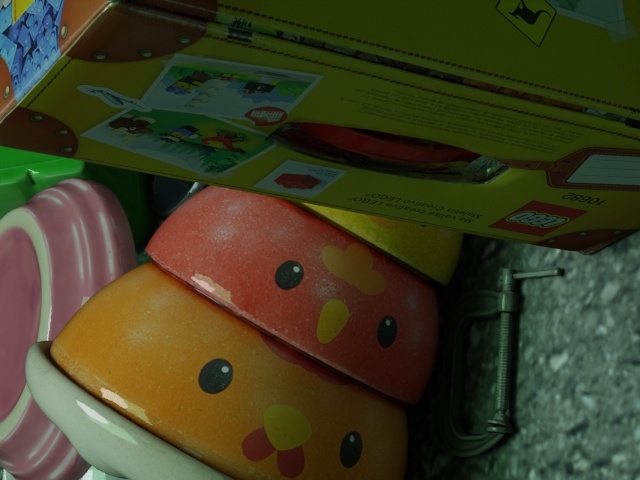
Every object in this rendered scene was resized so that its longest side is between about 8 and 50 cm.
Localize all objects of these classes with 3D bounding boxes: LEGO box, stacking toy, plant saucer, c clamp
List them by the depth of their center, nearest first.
[{"bbox_3d":[0.033,-0.223,1.124,0.193,0.500,0.373,-34,54,49],"label":"LEGO box"},{"bbox_3d":[0.137,0.099,1.324,0.137,0.022,0.161,0,82,58],"label":"c clamp"},{"bbox_3d":[0.000,0.000,1.365,0.350,0.350,0.480,28,91,57],"label":"stacking toy"},{"bbox_3d":[-0.298,0.095,1.707,0.332,0.084,0.332,-25,60,54],"label":"plant saucer"}]

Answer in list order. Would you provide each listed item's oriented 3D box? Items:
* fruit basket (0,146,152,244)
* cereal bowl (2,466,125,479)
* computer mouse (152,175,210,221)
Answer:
[{"bbox_3d":[-0.389,-0.093,1.990,0.392,0.392,0.283,-33,59,51],"label":"fruit basket"},{"bbox_3d":[-0.218,0.250,1.746,0.339,0.141,0.339,-21,65,54],"label":"cereal bowl"},{"bbox_3d":[-0.085,-0.133,1.710,0.272,0.072,0.188,-62,32,6],"label":"computer mouse"}]
